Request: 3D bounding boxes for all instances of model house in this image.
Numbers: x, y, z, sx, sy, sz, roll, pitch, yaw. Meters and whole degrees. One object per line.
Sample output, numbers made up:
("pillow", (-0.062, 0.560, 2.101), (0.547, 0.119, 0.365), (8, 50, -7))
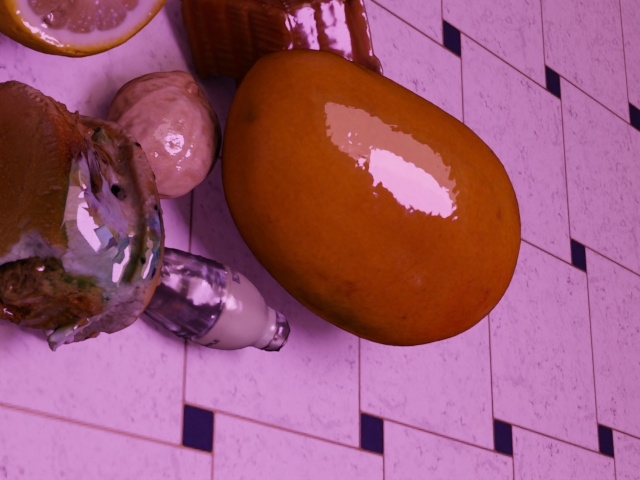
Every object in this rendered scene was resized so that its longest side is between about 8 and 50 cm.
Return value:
("model house", (-0.059, -0.258, 1.719), (0.229, 0.219, 0.199), (-15, 121, -13))

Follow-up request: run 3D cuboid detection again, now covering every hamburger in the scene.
("hamburger", (-0.261, -0.031, 1.366), (0.167, 0.192, 0.288), (27, 57, -55))

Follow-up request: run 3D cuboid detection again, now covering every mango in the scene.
("mango", (0.059, -0.049, 1.623), (0.300, 0.232, 0.445), (-47, 121, 1))

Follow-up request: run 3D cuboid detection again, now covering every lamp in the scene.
("lamp", (-0.141, 0.068, 1.545), (0.250, 0.101, 0.101), (25, 57, -30))

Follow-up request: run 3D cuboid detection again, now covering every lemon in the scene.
("lemon", (-0.277, -0.329, 1.422), (0.240, 0.240, 0.219), (31, 15, -42))

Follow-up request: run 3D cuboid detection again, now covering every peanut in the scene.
("peanut", (-0.183, -0.126, 1.550), (0.140, 0.109, 0.159), (36, 53, -47))
